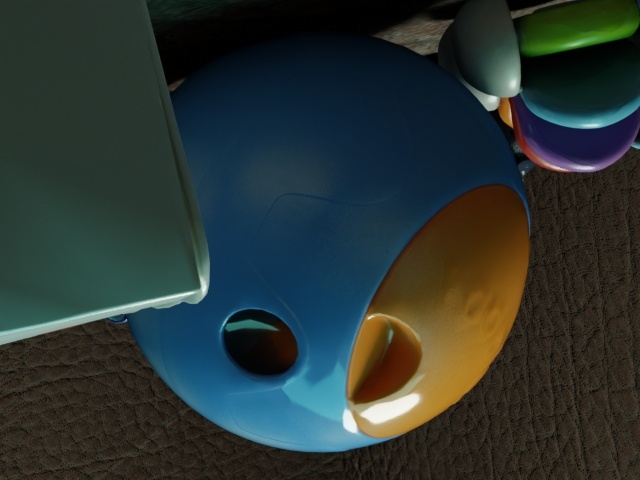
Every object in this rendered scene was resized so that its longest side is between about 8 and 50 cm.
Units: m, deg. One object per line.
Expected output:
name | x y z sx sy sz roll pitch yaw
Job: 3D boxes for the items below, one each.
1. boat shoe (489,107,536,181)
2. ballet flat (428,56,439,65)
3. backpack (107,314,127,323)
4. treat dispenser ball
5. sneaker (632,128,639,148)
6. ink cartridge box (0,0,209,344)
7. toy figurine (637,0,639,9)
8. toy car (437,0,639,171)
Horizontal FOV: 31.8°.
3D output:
boat shoe | 0.158 -0.067 1.304 0.158 0.127 0.341 -19 -148 45
ballet flat | 0.152 -0.153 1.039 0.173 0.049 0.057 -12 -179 0
backpack | -0.191 -0.003 0.995 0.158 0.117 0.173 35 -163 16
treat dispenser ball | 0.000 0.000 0.778 0.288 0.288 0.288 -12 180 0
sneaker | 0.284 -0.127 0.874 0.125 0.104 0.262 -22 -162 18
ink cartridge box | -0.270 -0.009 0.411 0.384 0.161 0.279 -12 180 -23
toy figurine | 0.154 -0.094 0.328 0.217 0.191 0.362 -7 180 18
toy car | 0.175 -0.114 0.797 0.159 0.136 0.182 -12 180 -1
